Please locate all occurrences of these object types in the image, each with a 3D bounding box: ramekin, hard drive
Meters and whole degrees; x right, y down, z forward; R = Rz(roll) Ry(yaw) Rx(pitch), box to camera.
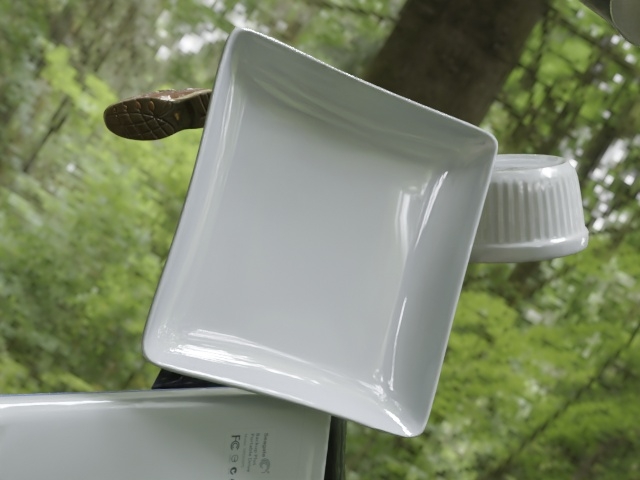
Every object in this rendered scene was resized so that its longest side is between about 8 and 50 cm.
[{"bbox_3d":[0.226,-0.044,1.803,0.207,0.109,0.207,-4,11,1],"label":"ramekin"},{"bbox_3d":[-0.137,0.225,1.166,0.319,0.210,0.040,2,7,-38],"label":"hard drive"}]

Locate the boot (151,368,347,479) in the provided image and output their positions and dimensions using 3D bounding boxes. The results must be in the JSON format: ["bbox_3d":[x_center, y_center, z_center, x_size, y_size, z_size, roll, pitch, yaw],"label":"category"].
[{"bbox_3d":[0.016,0.301,1.659,0.367,0.146,0.445,-1,-55,4],"label":"boot"}]

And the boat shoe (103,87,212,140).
[{"bbox_3d":[-0.224,-0.182,2.061,0.178,0.064,0.060,-11,20,-22],"label":"boat shoe"}]

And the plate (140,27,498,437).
[{"bbox_3d":[0.000,0.000,1.205,0.277,0.278,0.045,20,-10,-29],"label":"plate"}]

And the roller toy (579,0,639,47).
[{"bbox_3d":[0.248,-0.234,0.997,0.209,0.191,0.146,-12,49,-40],"label":"roller toy"}]
